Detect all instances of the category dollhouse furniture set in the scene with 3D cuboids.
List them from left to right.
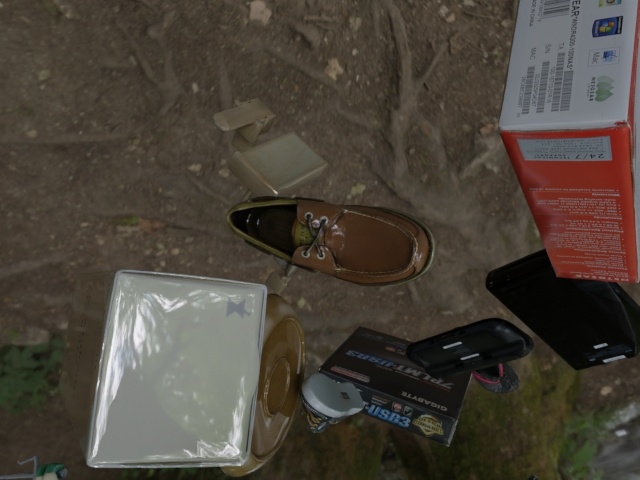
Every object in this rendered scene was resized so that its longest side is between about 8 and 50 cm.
[{"bbox_3d":[-0.156,-0.061,1.186,0.303,0.174,0.355,45,132,10],"label":"dollhouse furniture set"}]

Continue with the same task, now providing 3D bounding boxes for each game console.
[{"bbox_3d":[0.275,0.135,0.841,0.213,0.044,0.361,41,135,-19],"label":"game console"}]

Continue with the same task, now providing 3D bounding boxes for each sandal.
[{"bbox_3d":[0.311,0.237,1.067,0.179,0.040,0.067,42,95,-12],"label":"sandal"}]

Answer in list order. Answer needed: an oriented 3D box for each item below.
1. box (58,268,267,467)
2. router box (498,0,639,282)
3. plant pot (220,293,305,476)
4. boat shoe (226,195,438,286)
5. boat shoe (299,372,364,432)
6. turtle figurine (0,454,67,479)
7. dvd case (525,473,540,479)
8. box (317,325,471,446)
[{"bbox_3d":[-0.170,0.104,0.544,0.121,0.311,0.148,10,80,-27],"label":"box"},{"bbox_3d":[0.261,-0.167,0.523,0.082,0.335,0.301,3,160,32],"label":"router box"},{"bbox_3d":[-0.067,0.188,0.730,0.032,0.236,0.236,7,124,20],"label":"plant pot"},{"bbox_3d":[0.000,0.000,0.748,0.307,0.104,0.110,8,92,38],"label":"boat shoe"},{"bbox_3d":[-0.002,0.251,0.836,0.083,0.065,0.183,-35,151,10],"label":"boat shoe"},{"bbox_3d":[-0.246,0.325,0.566,0.234,0.118,0.175,9,129,13],"label":"turtle figurine"},{"bbox_3d":[0.219,0.402,0.623,0.221,0.018,0.164,-43,81,-2],"label":"dvd case"},{"bbox_3d":[0.174,0.304,1.239,0.295,0.293,0.073,15,104,20],"label":"box"}]
